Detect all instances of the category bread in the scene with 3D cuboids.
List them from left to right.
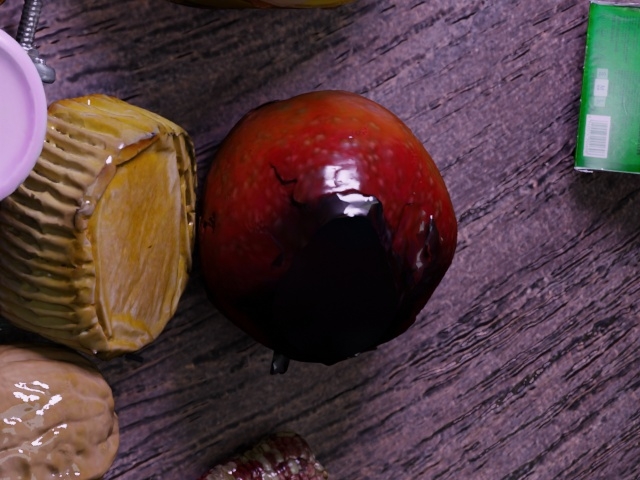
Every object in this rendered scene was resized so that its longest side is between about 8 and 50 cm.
[{"bbox_3d":[-0.226,-0.015,1.859,0.227,0.142,0.253,-26,127,-50],"label":"bread"}]

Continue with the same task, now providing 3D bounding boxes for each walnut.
[{"bbox_3d":[-0.302,0.195,1.861,0.213,0.213,0.213,-5,99,-31],"label":"walnut"}]

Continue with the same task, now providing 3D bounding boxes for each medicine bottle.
[{"bbox_3d":[-0.386,-0.121,1.703,0.178,0.290,0.178,-4,98,-32],"label":"medicine bottle"}]

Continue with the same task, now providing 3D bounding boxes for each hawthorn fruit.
[{"bbox_3d":[0.006,-0.015,1.954,0.316,0.316,0.316,-5,99,-31],"label":"hawthorn fruit"}]

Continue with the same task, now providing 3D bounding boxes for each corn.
[{"bbox_3d":[-0.122,0.312,2.042,0.290,0.098,0.098,-32,112,-20],"label":"corn"}]

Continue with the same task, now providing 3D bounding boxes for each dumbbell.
[{"bbox_3d":[-0.321,-0.121,1.869,0.081,0.081,0.254,14,90,-32],"label":"dumbbell"}]

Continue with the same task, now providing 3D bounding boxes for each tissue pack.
[{"bbox_3d":[0.404,-0.184,2.281,0.156,0.148,0.209,-7,102,-72],"label":"tissue pack"}]

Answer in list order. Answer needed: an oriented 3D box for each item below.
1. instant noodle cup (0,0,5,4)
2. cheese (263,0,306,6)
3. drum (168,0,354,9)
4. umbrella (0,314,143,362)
[{"bbox_3d":[-0.335,-0.329,1.752,0.174,0.213,0.213,43,73,-5],"label":"instant noodle cup"},{"bbox_3d":[-0.010,-0.343,1.768,0.226,0.117,0.214,-32,106,-19],"label":"cheese"},{"bbox_3d":[-0.065,-0.443,1.908,0.431,0.214,0.431,-5,100,-31],"label":"drum"},{"bbox_3d":[-0.297,0.093,1.936,0.269,0.044,0.044,25,114,-31],"label":"umbrella"}]
